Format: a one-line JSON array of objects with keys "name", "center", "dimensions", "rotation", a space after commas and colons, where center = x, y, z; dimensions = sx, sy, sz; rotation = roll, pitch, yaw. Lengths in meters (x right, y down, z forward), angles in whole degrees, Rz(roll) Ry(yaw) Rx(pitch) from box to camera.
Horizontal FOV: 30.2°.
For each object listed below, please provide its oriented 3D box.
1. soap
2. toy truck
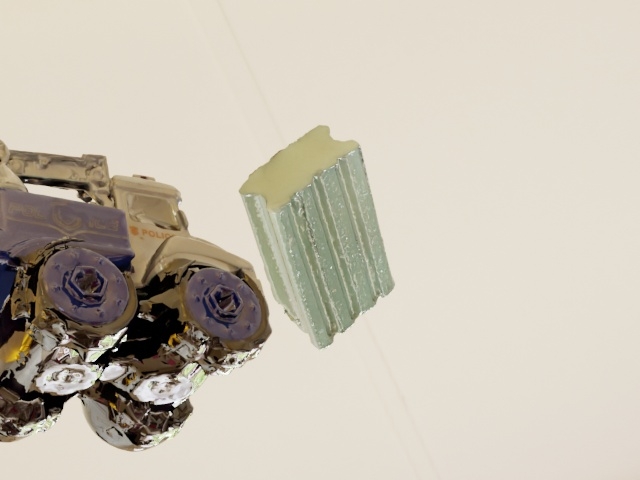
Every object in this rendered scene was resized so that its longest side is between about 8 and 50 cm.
[{"name": "soap", "center": [0.000, 0.000, 1.135], "dimensions": [0.114, 0.063, 0.198], "rotation": [-38, -43, -23]}, {"name": "toy truck", "center": [-0.148, 0.030, 0.786], "dimensions": [0.213, 0.177, 0.161], "rotation": [10, -40, -33]}]
